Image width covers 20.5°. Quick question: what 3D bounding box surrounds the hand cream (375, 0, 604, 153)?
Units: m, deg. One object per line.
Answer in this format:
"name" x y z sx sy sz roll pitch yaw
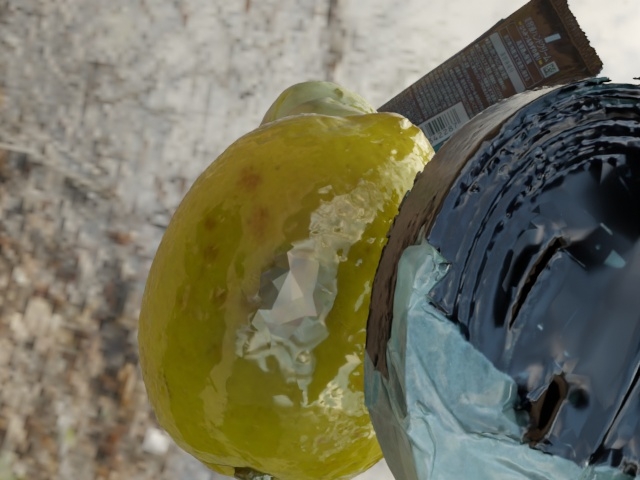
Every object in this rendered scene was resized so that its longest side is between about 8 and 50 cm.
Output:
"hand cream" 0.088 -0.089 1.366 0.061 0.270 0.120 42 20 -36

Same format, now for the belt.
"belt" 0.093 0.034 0.680 0.151 0.078 0.198 15 88 -13

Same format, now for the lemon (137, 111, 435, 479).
"lemon" -0.006 0.030 0.906 0.170 0.170 0.207 18 96 -56

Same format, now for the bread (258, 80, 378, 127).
"bread" 0.000 0.000 1.109 0.105 0.213 0.213 14 87 -13
